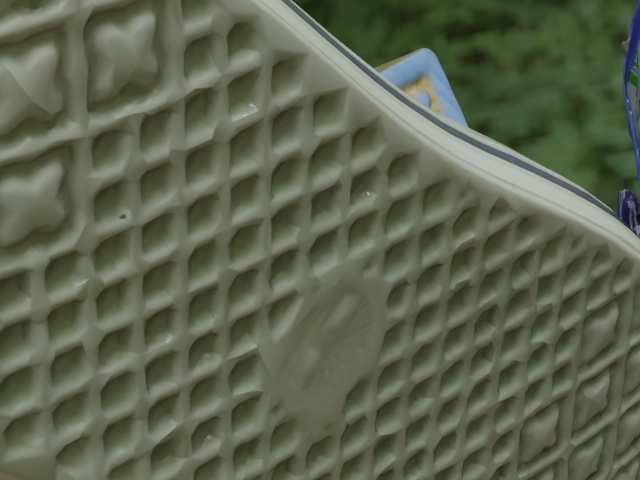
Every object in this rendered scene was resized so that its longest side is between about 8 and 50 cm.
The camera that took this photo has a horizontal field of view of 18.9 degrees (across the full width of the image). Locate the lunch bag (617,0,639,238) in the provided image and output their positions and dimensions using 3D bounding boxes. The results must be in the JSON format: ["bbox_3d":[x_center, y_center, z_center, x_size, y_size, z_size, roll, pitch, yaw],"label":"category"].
[{"bbox_3d":[0.223,-0.114,0.927,0.114,0.243,0.303,6,-40,-6],"label":"lunch bag"}]

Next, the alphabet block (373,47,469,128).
[{"bbox_3d":[0.000,0.000,1.322,0.197,0.192,0.193,-22,5,27],"label":"alphabet block"}]

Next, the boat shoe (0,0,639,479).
[{"bbox_3d":[-0.021,0.028,0.583,0.156,0.187,0.500,29,-6,38],"label":"boat shoe"}]
